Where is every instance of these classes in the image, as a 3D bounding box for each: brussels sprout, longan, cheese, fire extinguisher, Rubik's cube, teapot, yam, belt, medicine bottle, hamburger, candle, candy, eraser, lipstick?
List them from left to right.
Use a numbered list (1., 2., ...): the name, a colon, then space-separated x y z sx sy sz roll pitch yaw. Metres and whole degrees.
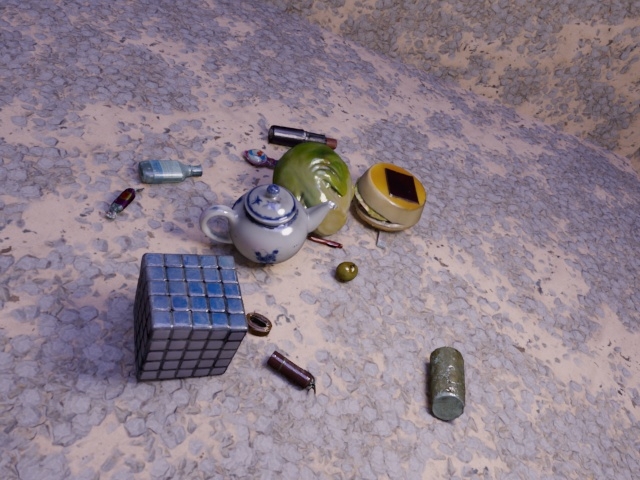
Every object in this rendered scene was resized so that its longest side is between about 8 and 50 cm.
1. candy: -0.609 -0.125 1.660 0.045 0.043 0.175 19 42 4
2. medicine bottle: -0.506 -0.234 1.814 0.208 0.054 0.090 -6 50 -34
3. Rubik's cube: -0.339 0.189 1.349 0.236 0.238 0.237 4 46 -26
4. belt: -0.181 0.241 1.534 0.083 0.036 0.059 28 43 0
5. cheese: -0.224 -0.313 2.052 0.145 0.038 0.095 17 43 -11
6. teapot: -0.160 -0.069 1.655 0.423 0.280 0.253 -4 52 -15
7. fire extinguisher: -0.070 0.361 1.473 0.157 0.045 0.078 32 20 6
8. lipstick: -0.070 -0.419 2.206 0.299 0.081 0.081 4 47 -24
9. brussels sprout: -0.012 -0.191 1.875 0.343 0.268 0.344 21 42 -20
10. candle: 0.000 0.000 1.877 0.167 0.021 0.026 16 43 -14
11. longan: 0.091 0.099 1.782 0.075 0.083 0.075 16 51 -21
12. eraser: 0.233 -0.004 2.006 0.038 0.019 0.083 25 42 -6
13. hamburger: 0.259 -0.162 2.058 0.300 0.176 0.300 16 42 -14
14. yam: 0.380 0.427 1.599 0.107 0.107 0.194 21 43 -8
